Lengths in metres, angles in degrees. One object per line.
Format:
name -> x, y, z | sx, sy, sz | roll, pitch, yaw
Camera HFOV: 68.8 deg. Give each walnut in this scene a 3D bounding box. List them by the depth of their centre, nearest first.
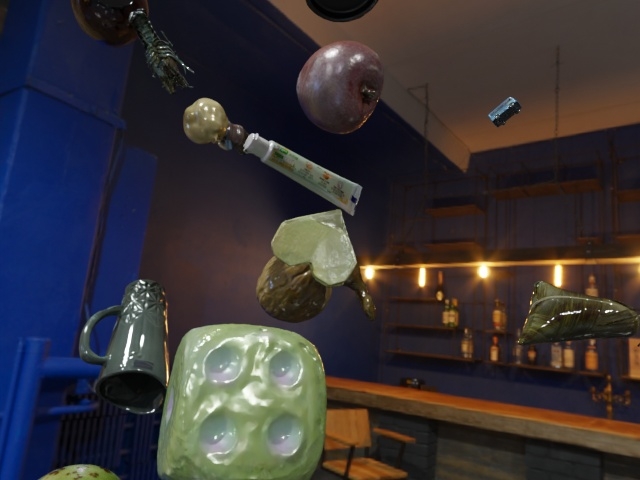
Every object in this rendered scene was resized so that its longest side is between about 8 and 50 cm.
walnut -> -0.071, 0.123, 1.251 | 0.213, 0.213, 0.213 | 5, -11, 1

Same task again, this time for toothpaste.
toothpaste -> -0.029, -0.155, 1.073 | 0.314, 0.056, 0.058 | 26, -61, -30

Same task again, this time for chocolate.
chocolate -> -0.484, -0.529, 1.081 | 0.177, 0.176, 0.177 | 5, -11, 1

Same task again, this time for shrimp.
shrimp -> -0.329, -0.391, 0.970 | 0.082, 0.174, 0.076 | -27, 29, -3

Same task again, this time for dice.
dice -> -0.147, 0.303, 0.846 | 0.250, 0.252, 0.254 | 13, -29, -20

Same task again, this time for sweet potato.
sweet potato -> 0.085, 0.102, 1.310 | 0.075, 0.269, 0.075 | -28, -6, -3

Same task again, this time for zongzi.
zongzi -> 0.456, 0.155, 0.815 | 0.187, 0.084, 0.184 | 11, 29, 29

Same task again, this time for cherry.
cherry -> 0.050, -0.444, 1.351 | 0.221, 0.261, 0.307 | 24, 2, -39

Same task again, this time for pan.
pan -> -0.010, -0.433, 0.763 | 0.235, 0.028, 0.136 | 4, -30, -19

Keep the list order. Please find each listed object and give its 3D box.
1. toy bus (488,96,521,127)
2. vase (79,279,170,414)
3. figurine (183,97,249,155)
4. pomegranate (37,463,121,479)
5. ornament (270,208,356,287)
toy bus -> 0.524, -0.367, 1.331 | 0.038, 0.046, 0.083 | 29, -58, -36
vase -> -0.439, 0.232, 1.109 | 0.156, 0.301, 0.251 | -35, -49, 22
figurine -> -0.255, -0.280, 1.177 | 0.108, 0.114, 0.196 | 1, -9, 28
pomegranate -> -0.366, 0.394, 0.592 | 0.214, 0.214, 0.248 | -6, -37, 43
ornament -> 0.000, 0.000, 1.102 | 0.201, 0.180, 0.059 | 29, -11, 2
